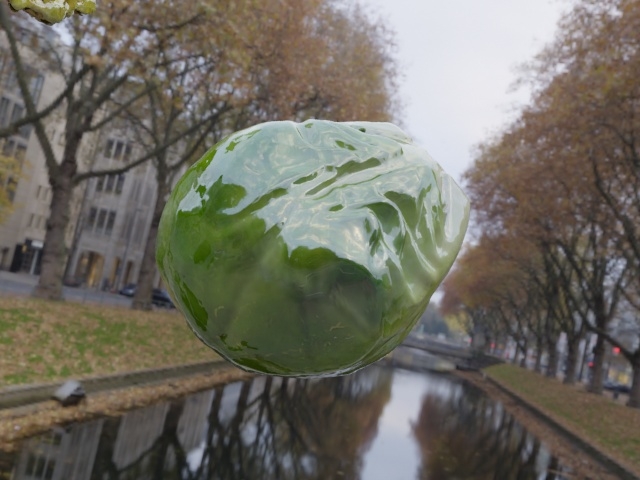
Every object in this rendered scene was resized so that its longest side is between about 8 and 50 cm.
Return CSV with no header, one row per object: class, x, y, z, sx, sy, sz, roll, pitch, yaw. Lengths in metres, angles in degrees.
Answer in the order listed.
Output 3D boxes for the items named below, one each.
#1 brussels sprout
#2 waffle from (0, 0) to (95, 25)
brussels sprout,0.002,0.004,0.835,0.289,0.355,0.281,53,-15,9
waffle,-0.438,-0.388,0.960,0.291,0.051,0.291,36,24,-19
